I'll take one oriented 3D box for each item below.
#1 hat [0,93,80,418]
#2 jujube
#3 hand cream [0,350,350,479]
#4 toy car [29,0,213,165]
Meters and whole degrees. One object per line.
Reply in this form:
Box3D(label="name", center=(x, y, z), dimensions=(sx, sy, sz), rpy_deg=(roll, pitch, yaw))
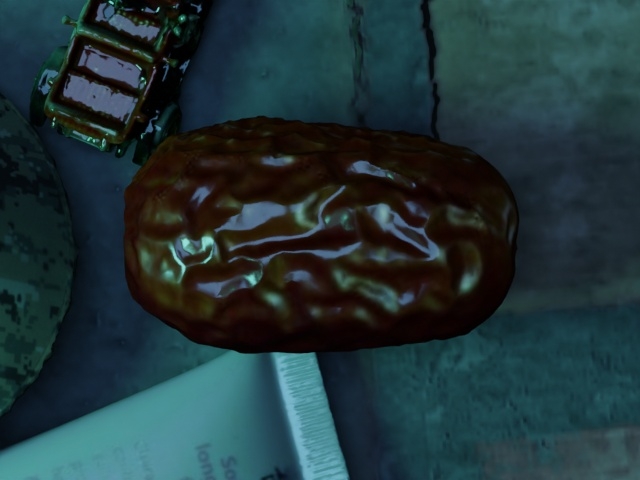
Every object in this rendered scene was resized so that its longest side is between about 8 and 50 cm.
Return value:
Box3D(label="hat", center=(-0.250, -0.011, 0.785), dimensions=(0.265, 0.128, 0.266), rpy_deg=(-2, 67, 5))
Box3D(label="jujube", center=(0.000, 0.000, 0.801), dimensions=(0.176, 0.109, 0.112), rpy_deg=(3, 56, 3))
Box3D(label="hand cream", center=(-0.152, 0.173, 0.818), dimensions=(0.358, 0.118, 0.186), rpy_deg=(-16, 81, -4))
Box3D(label="toy car", center=(-0.084, -0.110, 0.843), dimensions=(0.073, 0.054, 0.143), rpy_deg=(23, 90, 4))
